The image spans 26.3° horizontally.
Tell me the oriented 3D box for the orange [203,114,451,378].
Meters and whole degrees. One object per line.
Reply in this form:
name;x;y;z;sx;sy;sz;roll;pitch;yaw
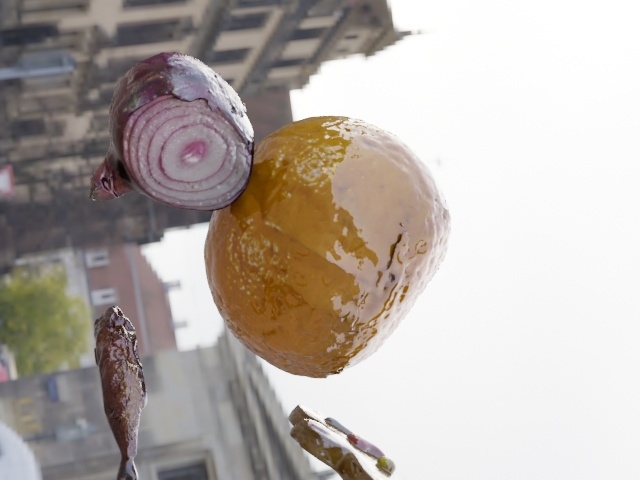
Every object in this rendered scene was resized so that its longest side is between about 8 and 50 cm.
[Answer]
orange;0.000;0.000;1.776;0.293;0.340;0.341;37;-28;8

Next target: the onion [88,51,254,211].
onion;-0.193;-0.119;1.656;0.195;0.218;0.140;46;19;-40

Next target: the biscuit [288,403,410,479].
biscuit;0.081;0.349;2.089;0.064;0.283;0.432;-52;-148;1

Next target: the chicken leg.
chicken leg;-0.218;0.160;1.505;0.089;0.048;0.219;94;-16;-49
